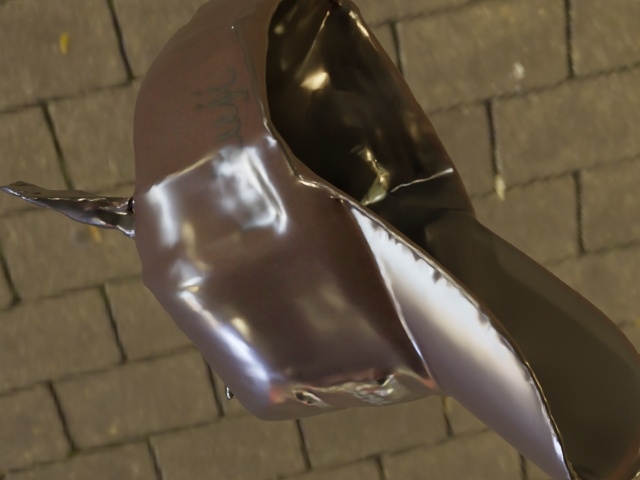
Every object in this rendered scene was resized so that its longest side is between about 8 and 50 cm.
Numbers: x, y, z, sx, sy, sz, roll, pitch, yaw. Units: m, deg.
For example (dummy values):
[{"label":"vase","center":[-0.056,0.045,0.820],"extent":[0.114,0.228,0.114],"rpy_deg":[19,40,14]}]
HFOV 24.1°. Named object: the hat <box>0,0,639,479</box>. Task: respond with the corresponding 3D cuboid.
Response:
[{"label":"hat","center":[-0.006,0.032,0.749],"extent":[0.209,0.336,0.238],"rpy_deg":[-42,152,16]}]
